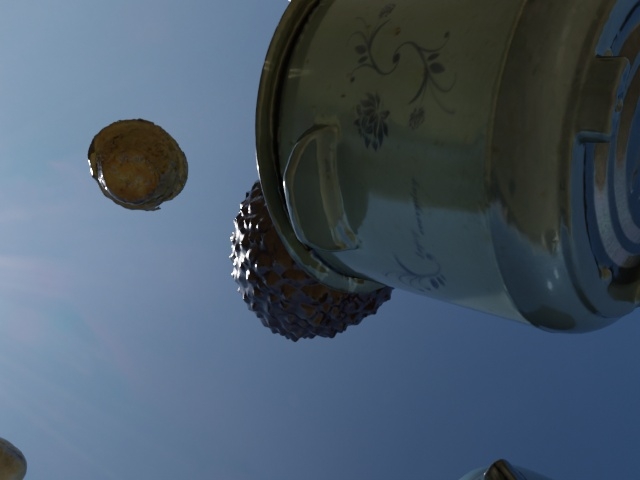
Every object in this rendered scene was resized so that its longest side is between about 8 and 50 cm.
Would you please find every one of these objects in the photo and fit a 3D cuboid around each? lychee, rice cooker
[{"bbox_3d":[0.000,0.000,0.659,0.200,0.238,0.200,17,-141,-14],"label":"lychee"},{"bbox_3d":[0.104,-0.078,0.460,0.316,0.264,0.317,-12,-156,5],"label":"rice cooker"}]

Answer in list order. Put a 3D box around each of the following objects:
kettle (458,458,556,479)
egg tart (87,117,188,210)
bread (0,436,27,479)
[{"bbox_3d":[0.248,0.406,0.652,0.247,0.320,0.342,-18,-151,-16],"label":"kettle"},{"bbox_3d":[-0.234,-0.090,0.802,0.128,0.129,0.049,0,-154,3],"label":"egg tart"},{"bbox_3d":[-0.434,0.234,0.694,0.214,0.053,0.073,11,-139,-21],"label":"bread"}]
